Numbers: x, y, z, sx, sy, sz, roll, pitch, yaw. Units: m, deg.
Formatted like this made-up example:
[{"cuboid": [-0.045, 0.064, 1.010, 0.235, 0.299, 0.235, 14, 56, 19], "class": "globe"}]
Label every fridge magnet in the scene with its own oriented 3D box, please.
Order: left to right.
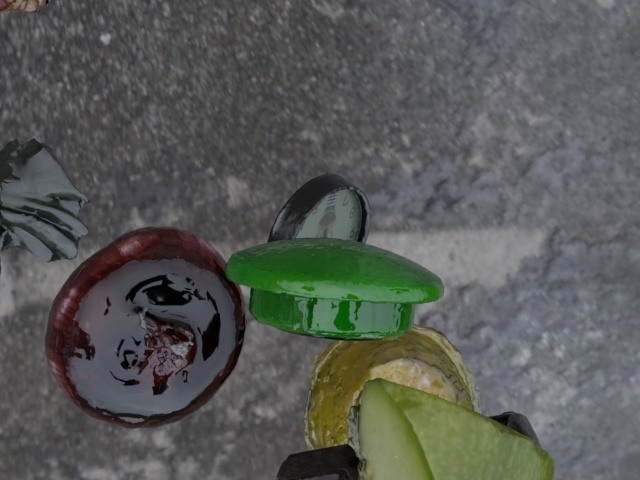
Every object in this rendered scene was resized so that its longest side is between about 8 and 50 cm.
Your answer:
[{"cuboid": [0.013, 0.043, 1.184, 0.208, 0.208, 0.088, 3, 95, -20], "class": "fridge magnet"}]

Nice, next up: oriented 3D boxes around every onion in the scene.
[{"cuboid": [-0.210, 0.120, 1.607, 0.273, 0.285, 0.273, -5, 102, -25], "class": "onion"}]

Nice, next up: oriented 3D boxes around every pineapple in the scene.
[{"cuboid": [-0.219, -0.019, 0.637, 0.111, 0.119, 0.237, -50, 157, 24], "class": "pineapple"}]

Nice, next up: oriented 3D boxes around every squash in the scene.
[{"cuboid": [0.064, 0.235, 0.778, 0.169, 0.093, 0.252, 32, 70, -31], "class": "squash"}]

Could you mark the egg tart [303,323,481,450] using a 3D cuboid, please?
[{"cuboid": [0.125, 0.277, 1.995, 0.315, 0.120, 0.315, 1, 86, -14], "class": "egg tart"}]

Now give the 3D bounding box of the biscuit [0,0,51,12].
[{"cuboid": [-0.210, -0.159, 0.597, 0.064, 0.199, 0.034, -2, 120, -59], "class": "biscuit"}]

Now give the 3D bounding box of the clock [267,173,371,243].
[{"cuboid": [0.000, 0.000, 1.712, 0.184, 0.040, 0.184, -33, 137, -37], "class": "clock"}]

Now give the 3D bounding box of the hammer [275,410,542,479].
[{"cuboid": [0.154, 0.331, 1.190, 0.242, 0.095, 0.409, -21, 119, 25], "class": "hammer"}]
